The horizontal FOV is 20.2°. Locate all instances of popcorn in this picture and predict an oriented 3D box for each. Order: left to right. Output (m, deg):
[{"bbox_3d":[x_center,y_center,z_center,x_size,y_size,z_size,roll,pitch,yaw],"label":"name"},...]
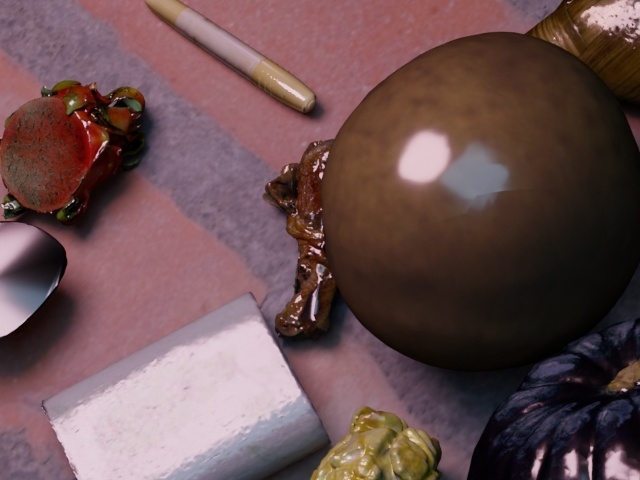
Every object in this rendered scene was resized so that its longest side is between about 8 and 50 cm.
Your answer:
[{"bbox_3d":[0.048,0.226,1.621,0.135,0.141,0.162,-18,75,15],"label":"popcorn"}]

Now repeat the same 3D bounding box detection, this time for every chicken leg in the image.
[{"bbox_3d":[0.008,-0.002,1.758,0.125,0.080,0.196,-11,74,14],"label":"chicken leg"}]

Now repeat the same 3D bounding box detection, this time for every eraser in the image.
[{"bbox_3d":[-0.128,0.170,1.699,0.227,0.081,0.174,-28,67,-3],"label":"eraser"}]

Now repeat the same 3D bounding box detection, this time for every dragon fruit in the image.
[{"bbox_3d":[-0.241,-0.093,1.808,0.175,0.142,0.138,-24,92,-34],"label":"dragon fruit"}]

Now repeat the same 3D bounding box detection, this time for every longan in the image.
[{"bbox_3d":[0.150,-0.038,1.627,0.319,0.319,0.319,-3,68,7],"label":"longan"}]

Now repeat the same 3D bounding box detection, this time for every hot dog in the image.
[{"bbox_3d":[-0.422,0.035,1.780,0.326,0.107,0.194,26,73,8],"label":"hot dog"}]

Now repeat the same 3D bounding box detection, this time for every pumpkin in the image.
[{"bbox_3d":[0.292,0.212,1.483,0.363,0.363,0.266,-25,109,-3],"label":"pumpkin"}]

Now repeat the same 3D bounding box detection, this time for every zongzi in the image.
[{"bbox_3d":[0.329,-0.150,1.751,0.288,0.134,0.286,-32,71,9],"label":"zongzi"}]

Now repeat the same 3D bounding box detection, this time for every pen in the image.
[{"bbox_3d":[-0.094,-0.197,1.869,0.233,0.040,0.032,36,76,24],"label":"pen"}]
